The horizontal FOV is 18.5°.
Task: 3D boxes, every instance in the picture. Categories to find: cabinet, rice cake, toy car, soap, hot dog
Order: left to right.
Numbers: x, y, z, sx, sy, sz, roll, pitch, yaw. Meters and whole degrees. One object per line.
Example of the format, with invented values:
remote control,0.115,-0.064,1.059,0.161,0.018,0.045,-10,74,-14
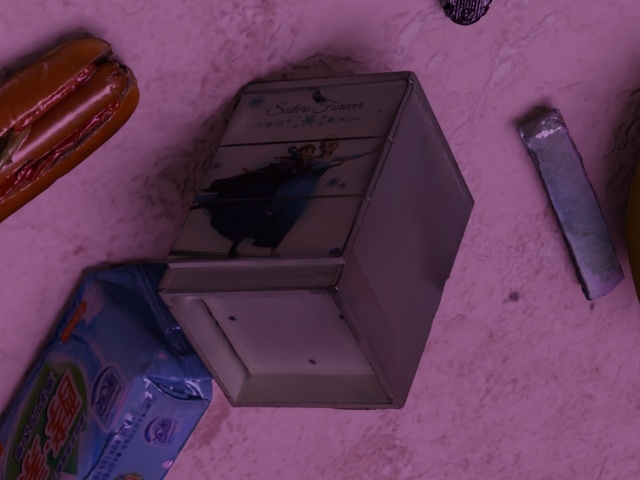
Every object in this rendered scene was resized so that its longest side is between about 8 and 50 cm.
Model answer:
hot dog,-0.232,-0.056,1.415,0.236,0.062,0.092,-40,133,4
soap,-0.187,0.164,1.524,0.077,0.156,0.293,19,111,-36
cabinet,0.000,0.000,1.445,0.145,0.206,0.150,-2,136,28
toy car,0.114,-0.210,1.504,0.041,0.025,0.093,-3,119,-22
rice cake,0.215,-0.031,1.668,0.043,0.034,0.211,-25,130,2

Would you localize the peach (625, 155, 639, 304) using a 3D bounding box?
peach,0.405,-0.003,1.623,0.314,0.281,0.315,-12,135,-24
